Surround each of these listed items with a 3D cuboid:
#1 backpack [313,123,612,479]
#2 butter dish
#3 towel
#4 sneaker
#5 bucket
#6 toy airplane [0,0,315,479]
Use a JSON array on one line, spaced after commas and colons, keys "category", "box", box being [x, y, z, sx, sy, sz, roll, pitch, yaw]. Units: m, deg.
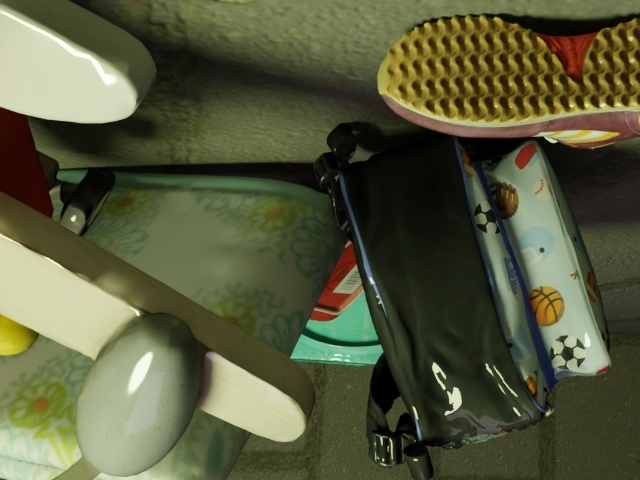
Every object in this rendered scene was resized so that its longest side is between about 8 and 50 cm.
[{"category": "backpack", "box": [0.131, 0.040, 0.677, 0.213, 0.276, 0.263, -12, 171, 9]}, {"category": "butter dish", "box": [0.000, 0.000, 0.847, 0.160, 0.118, 0.160, -46, 146, 17]}, {"category": "towel", "box": [-0.192, 0.065, 0.677, 0.375, 0.320, 0.090, 4, 134, 23]}, {"category": "sneaker", "box": [0.127, -0.081, 0.439, 0.186, 0.069, 0.084, 2, 165, 10]}, {"category": "bucket", "box": [0.058, 0.081, 1.062, 0.281, 0.183, 0.281, 3, 170, 1]}, {"category": "toy airplane", "box": [-0.231, -0.001, 0.413, 0.386, 0.272, 0.384, 13, 157, 33]}]
